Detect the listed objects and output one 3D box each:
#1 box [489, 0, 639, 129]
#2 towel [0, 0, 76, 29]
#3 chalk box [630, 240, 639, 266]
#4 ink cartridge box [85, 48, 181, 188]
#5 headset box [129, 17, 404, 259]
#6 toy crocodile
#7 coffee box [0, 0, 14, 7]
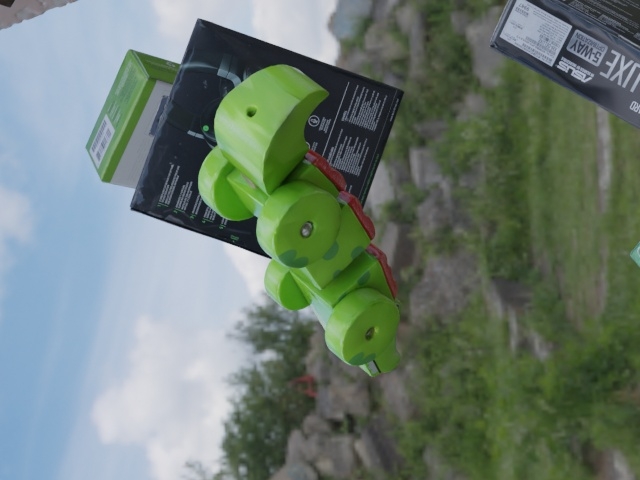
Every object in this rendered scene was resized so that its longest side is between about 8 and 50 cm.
[{"bbox_3d":[0.357,-0.185,1.067,0.242,0.307,0.076,-38,-25,-50],"label":"box"},{"bbox_3d":[-0.551,-0.515,1.822,0.317,0.332,0.053,77,167,-48],"label":"towel"},{"bbox_3d":[0.505,0.015,1.371,0.132,0.132,0.213,55,151,25],"label":"chalk box"},{"bbox_3d":[-0.209,-0.167,1.670,0.188,0.255,0.097,-60,41,24],"label":"ink cartridge box"},{"bbox_3d":[-0.073,-0.108,1.306,0.131,0.283,0.246,129,159,-89],"label":"headset box"},{"bbox_3d":[0.000,0.000,0.879,0.115,0.105,0.340,37,163,43],"label":"toy crocodile"},{"bbox_3d":[-0.343,-0.378,1.087,0.098,0.141,0.246,14,-137,-37],"label":"coffee box"}]
